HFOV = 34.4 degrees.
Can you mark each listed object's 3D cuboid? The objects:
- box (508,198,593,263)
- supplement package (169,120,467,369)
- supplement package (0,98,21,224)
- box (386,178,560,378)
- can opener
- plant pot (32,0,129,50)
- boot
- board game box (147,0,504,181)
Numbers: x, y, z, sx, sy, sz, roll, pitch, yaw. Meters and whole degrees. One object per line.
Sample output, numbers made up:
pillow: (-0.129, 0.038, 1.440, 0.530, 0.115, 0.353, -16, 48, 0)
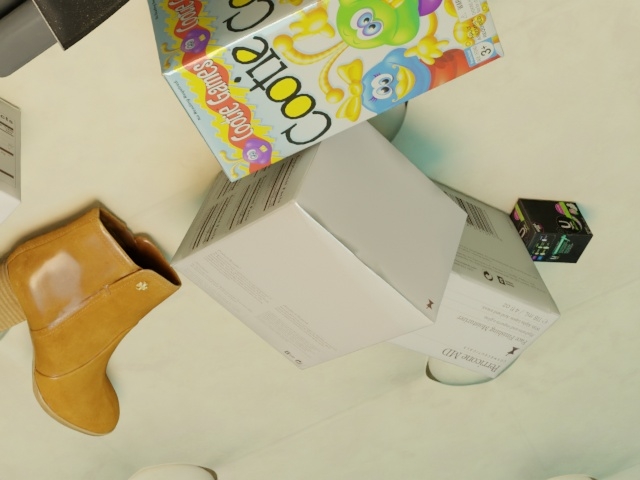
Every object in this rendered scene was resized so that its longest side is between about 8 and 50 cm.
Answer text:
box: (0.279, -0.011, 1.269, 0.083, 0.062, 0.052, 3, 134, -19)
supplement package: (0.000, 0.000, 1.050, 0.194, 0.149, 0.203, 41, 139, -22)
supplement package: (-0.435, -0.042, 0.955, 0.262, 0.145, 0.204, -41, 131, 23)
box: (0.148, 0.038, 1.191, 0.181, 0.182, 0.119, 21, 124, -32)
can opener: (-0.180, -0.228, 0.903, 0.280, 0.074, 0.093, -28, 136, 11)
plant pot: (-0.184, -0.292, 0.776, 0.167, 0.188, 0.187, -30, 136, -6)
boot: (-0.246, 0.102, 1.188, 0.211, 0.104, 0.295, -26, 131, 9)
board game box: (0.001, -0.198, 0.939, 0.275, 0.144, 0.142, -25, 135, 6)
